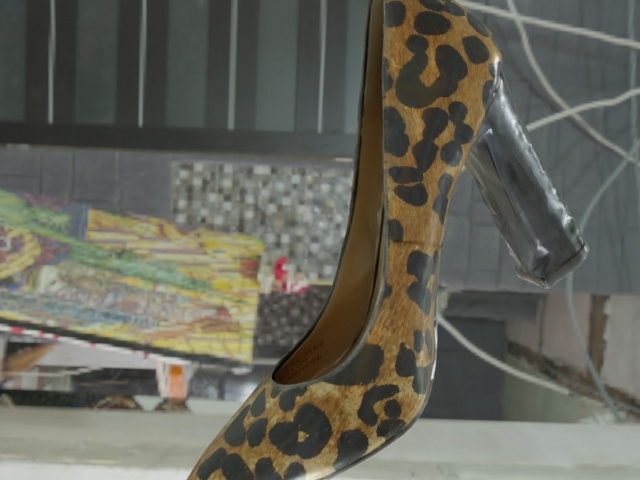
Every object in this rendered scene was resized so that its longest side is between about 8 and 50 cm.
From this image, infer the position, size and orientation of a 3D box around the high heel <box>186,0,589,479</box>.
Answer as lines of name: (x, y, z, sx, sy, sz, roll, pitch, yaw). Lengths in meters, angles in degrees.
high heel: (0.000, 0.000, 0.431, 0.186, 0.261, 0.093, 58, -17, -17)
